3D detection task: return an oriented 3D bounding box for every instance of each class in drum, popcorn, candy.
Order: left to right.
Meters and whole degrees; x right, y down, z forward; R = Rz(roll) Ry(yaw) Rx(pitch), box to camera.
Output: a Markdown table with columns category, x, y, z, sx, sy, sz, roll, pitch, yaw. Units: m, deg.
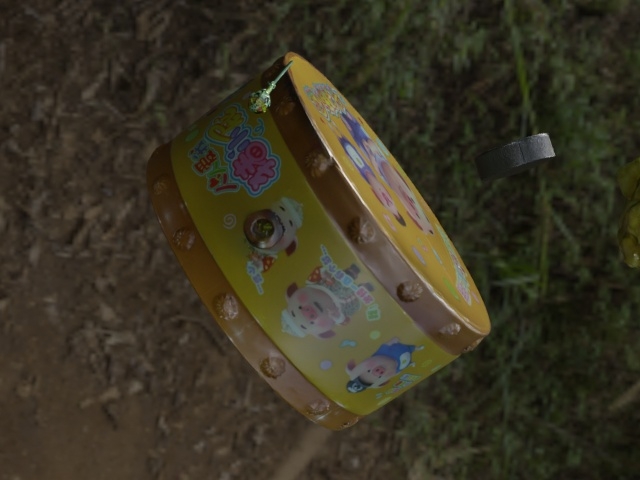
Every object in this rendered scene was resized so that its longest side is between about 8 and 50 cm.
| category | x | y | z | sx | sy | sz | roll | pitch | yaw |
| --- | --- | --- | --- | --- | --- | --- | --- | --- | --- |
| candy | -0.049 | -0.162 | 1.324 | 0.083 | 0.023 | 0.025 | -53 | 154 | -31 |
| drum | 0.000 | 0.000 | 1.511 | 0.431 | 0.214 | 0.431 | 51 | 13 | -17 |
| popcorn | 0.526 | -0.054 | 1.798 | 0.256 | 0.195 | 0.255 | -59 | -172 | -8 |

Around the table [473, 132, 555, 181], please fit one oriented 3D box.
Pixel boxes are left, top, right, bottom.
| category | x | y | z | sx | sy | sz | roll | pitch | yaw |
| --- | --- | --- | --- | --- | --- | --- | --- | --- | --- |
| table | 0.331 | -0.141 | 2.168 | 0.133 | 0.134 | 0.043 | -9 | 80 | -62 |
